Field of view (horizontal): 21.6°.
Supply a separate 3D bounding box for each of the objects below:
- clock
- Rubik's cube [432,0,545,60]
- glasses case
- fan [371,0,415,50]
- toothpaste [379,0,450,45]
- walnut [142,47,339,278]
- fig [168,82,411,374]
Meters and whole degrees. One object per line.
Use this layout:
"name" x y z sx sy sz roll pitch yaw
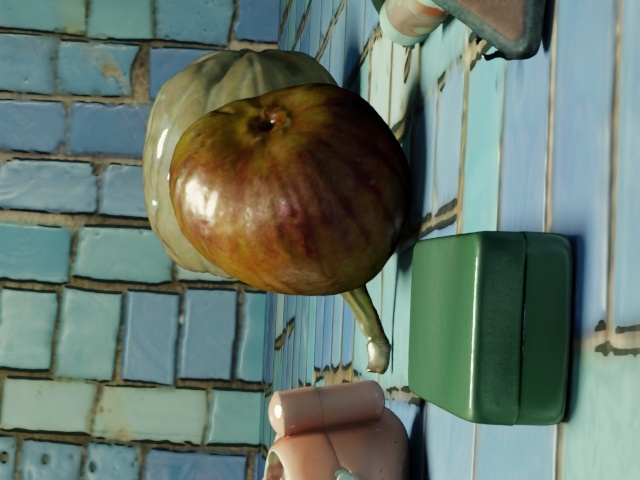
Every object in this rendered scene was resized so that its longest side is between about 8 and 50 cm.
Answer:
"clock" 0.020 0.188 1.037 0.166 0.092 0.162 100 163 -54
"Rubik's cube" 0.032 -0.252 0.761 0.228 0.233 0.229 23 159 47
"glasses case" 0.070 0.036 0.737 0.184 0.039 0.078 166 107 -85
"fan" -0.002 -0.252 1.048 0.329 0.009 0.191 55 -157 -48
"toothpaste" 0.068 -0.150 0.934 0.205 0.036 0.056 141 118 -79
"walnut" -0.065 -0.070 1.552 0.224 0.224 0.224 -177 90 -85
"fig" -0.001 -0.028 1.143 0.149 0.202 0.148 -44 45 25
